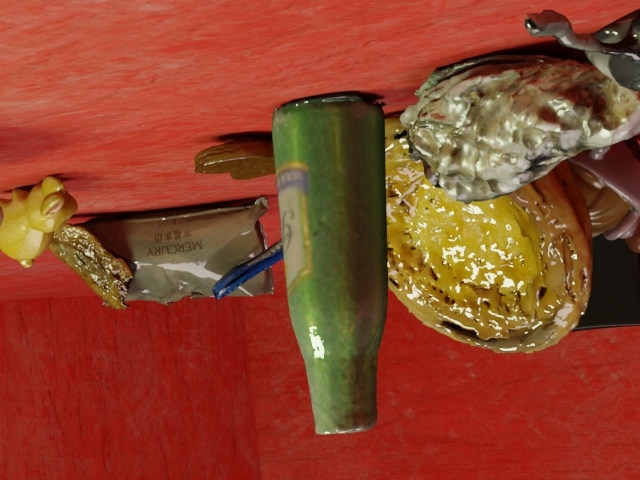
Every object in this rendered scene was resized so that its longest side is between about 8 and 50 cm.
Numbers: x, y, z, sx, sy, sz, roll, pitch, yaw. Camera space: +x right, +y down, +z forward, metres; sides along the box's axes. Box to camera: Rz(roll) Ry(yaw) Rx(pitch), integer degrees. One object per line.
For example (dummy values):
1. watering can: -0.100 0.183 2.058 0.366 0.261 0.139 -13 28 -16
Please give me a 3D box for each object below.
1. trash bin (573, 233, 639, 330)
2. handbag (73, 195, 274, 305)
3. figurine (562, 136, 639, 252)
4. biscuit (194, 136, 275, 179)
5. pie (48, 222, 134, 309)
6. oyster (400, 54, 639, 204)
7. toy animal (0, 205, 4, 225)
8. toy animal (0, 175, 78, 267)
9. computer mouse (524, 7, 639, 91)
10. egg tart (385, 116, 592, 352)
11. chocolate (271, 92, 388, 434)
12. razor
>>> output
1. trash bin: 0.299 -0.003 1.894 0.165 0.226 0.115 -7 176 15
2. handbag: -0.189 0.022 2.208 0.270 0.183 0.117 -7 -140 6
3. figurine: 0.295 -0.068 1.703 0.194 0.133 0.274 41 -160 30
4. biscuit: -0.035 -0.087 1.610 0.205 0.031 0.138 -5 172 -36
5. pie: -0.310 0.024 2.148 0.092 0.170 0.034 -40 -170 44
6. oyster: 0.166 -0.091 1.321 0.198 0.112 0.268 -6 173 2
7. toy animal: -0.401 0.022 1.401 0.266 0.188 0.308 -17 163 -13
8. toy animal: -0.305 -0.028 1.764 0.070 0.083 0.159 -12 171 -35
9. computer mouse: 0.282 -0.138 1.030 0.379 0.090 0.167 3 172 -31
10. egg tart: 0.149 -0.021 1.578 0.290 0.291 0.107 -10 -153 42
11. chocolate: 0.014 0.023 1.411 0.110 0.291 0.110 -3 175 0
12. razor: -0.005 -0.011 2.163 0.324 0.056 0.093 -26 169 -8
